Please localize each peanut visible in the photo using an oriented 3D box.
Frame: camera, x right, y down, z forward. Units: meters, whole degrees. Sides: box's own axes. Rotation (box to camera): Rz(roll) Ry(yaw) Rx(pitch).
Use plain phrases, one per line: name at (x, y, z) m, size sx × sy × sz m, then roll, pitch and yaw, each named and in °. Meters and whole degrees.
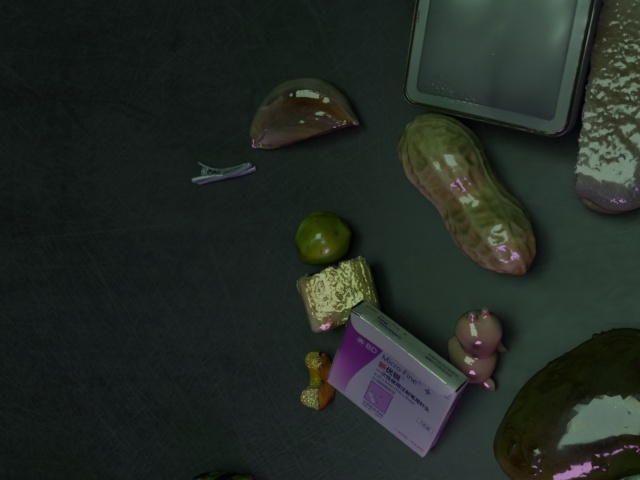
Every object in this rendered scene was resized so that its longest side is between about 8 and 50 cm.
peanut at (0.219, -0.072, 1.404) m, size 0.120 × 0.136 × 0.298 m, roll -35°, pitch 72°, yaw 5°

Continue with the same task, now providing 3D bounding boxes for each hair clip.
hair clip at (-0.166, -0.124, 1.622) m, size 0.115 × 0.030 × 0.039 m, roll -7°, pitch 80°, yaw 21°

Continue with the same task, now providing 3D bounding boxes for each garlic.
garlic at (-0.038, -0.215, 1.554) m, size 0.195 × 0.087 × 0.101 m, roll -12°, pitch 92°, yaw 18°

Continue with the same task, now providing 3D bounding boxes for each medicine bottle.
medicine bottle at (0.112, 0.205, 1.418) m, size 0.201 × 0.052 × 0.171 m, roll 37°, pitch 135°, yaw 20°

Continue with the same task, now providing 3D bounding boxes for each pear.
pear at (0.000, 0.000, 1.512) m, size 0.092 × 0.092 × 0.097 m, roll 45°, pitch 102°, yaw 20°

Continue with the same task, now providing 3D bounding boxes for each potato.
potato at (0.380, 0.243, 1.283) m, size 0.307 × 0.173 × 0.210 m, roll -30°, pitch 73°, yaw 13°

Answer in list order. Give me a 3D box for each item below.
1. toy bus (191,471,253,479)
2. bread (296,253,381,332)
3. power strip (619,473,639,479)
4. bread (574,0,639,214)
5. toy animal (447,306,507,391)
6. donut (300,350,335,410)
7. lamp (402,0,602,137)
toy bus at (-0.149, 0.463, 1.522) m, size 0.101 × 0.088 × 0.175 m, roll -9°, pitch 83°, yaw 20°
bread at (0.030, 0.088, 1.495) m, size 0.125 × 0.082 × 0.106 m, roll -17°, pitch 88°, yaw 9°
power strip at (0.505, 0.324, 1.189) m, size 0.338 × 0.058 × 0.098 m, roll -8°, pitch 48°, yaw -13°
bread at (0.467, -0.201, 1.339) m, size 0.183 × 0.102 × 0.337 m, roll 8°, pitch 85°, yaw 20°
toy animal at (0.225, 0.156, 1.389) m, size 0.083 × 0.089 × 0.150 m, roll 17°, pitch 128°, yaw 23°
donut at (-0.009, 0.221, 1.505) m, size 0.037 × 0.067 × 0.083 m, roll -3°, pitch 116°, yaw 39°
lamp at (0.256, -0.300, 1.349) m, size 0.266 × 0.047 × 0.269 m, roll 18°, pitch 113°, yaw 28°
